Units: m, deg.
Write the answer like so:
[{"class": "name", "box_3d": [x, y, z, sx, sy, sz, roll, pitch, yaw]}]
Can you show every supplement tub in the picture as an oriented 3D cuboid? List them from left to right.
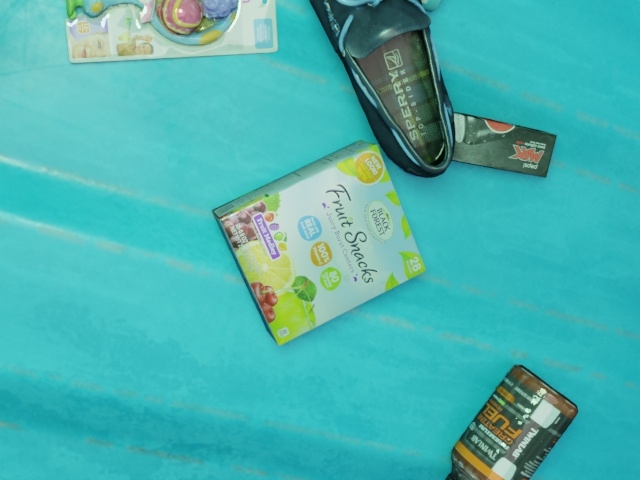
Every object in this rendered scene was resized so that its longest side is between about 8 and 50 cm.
[{"class": "supplement tub", "box_3d": [0.245, 0.270, 1.214, 0.106, 0.106, 0.198, 35, 91, -20]}]

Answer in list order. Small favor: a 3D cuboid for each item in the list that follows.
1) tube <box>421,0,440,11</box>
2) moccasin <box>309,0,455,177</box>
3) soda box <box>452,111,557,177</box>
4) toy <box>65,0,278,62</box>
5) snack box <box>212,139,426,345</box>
[{"class": "tube", "box_3d": [0.045, -0.322, 1.050, 0.207, 0.052, 0.080, 17, 87, -14]}, {"class": "moccasin", "box_3d": [0.079, -0.231, 0.994, 0.137, 0.117, 0.342, -30, 106, -2]}, {"class": "soda box", "box_3d": [0.204, -0.122, 1.137, 0.168, 0.053, 0.060, 8, 100, -18]}, {"class": "toy", "box_3d": [-0.159, -0.268, 0.998, 0.237, 0.056, 0.137, -6, 105, -14]}, {"class": "snack box", "box_3d": [0.000, 0.000, 1.099, 0.207, 0.070, 0.175, -27, 108, -10]}]
